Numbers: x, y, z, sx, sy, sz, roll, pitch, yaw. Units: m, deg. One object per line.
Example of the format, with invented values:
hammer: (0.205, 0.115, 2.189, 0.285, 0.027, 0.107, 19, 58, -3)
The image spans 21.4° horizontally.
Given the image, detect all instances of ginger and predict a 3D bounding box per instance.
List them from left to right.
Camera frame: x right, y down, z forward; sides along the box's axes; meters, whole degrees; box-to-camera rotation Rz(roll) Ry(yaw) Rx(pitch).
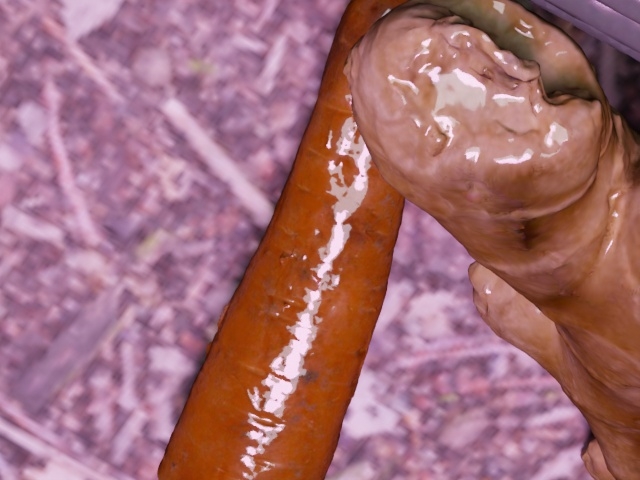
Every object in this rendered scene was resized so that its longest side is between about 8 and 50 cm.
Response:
ginger: (0.110, 0.030, 0.538, 0.148, 0.081, 0.334, -1, 150, 15)

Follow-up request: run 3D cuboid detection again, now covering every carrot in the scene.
carrot: (0.000, 0.000, 0.598, 0.061, 0.061, 0.210, 17, 108, -7)

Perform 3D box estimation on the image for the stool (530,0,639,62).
stool: (0.052, -0.210, 0.392, 0.330, 0.297, 0.297, 24, 111, -5)
